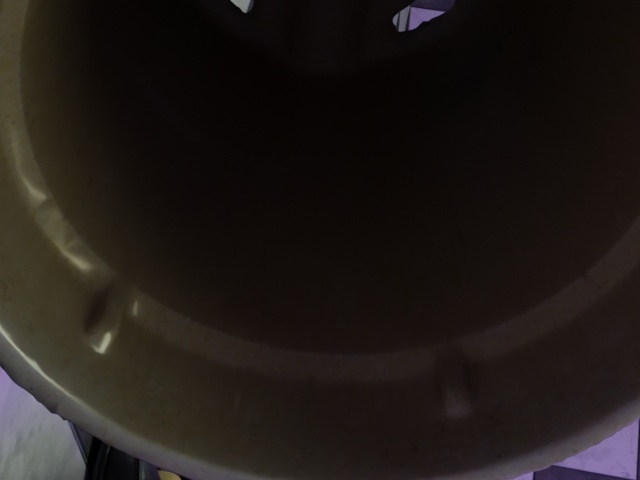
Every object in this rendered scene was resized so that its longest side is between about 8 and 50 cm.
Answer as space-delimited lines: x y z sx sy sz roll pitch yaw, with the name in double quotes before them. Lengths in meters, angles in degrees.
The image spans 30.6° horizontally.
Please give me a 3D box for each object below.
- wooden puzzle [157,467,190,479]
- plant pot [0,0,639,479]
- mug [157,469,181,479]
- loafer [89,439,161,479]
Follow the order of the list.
"wooden puzzle" -0.098 0.094 0.937 0.221 0.044 0.238 -69 163 -60
"plant pot" 0.013 -0.103 0.549 0.305 0.334 0.333 -92 -175 -54
"mug" -0.110 0.193 0.808 0.062 0.078 0.064 62 28 -62
"loafer" -0.117 0.172 0.751 0.062 0.061 0.170 59 41 -80
